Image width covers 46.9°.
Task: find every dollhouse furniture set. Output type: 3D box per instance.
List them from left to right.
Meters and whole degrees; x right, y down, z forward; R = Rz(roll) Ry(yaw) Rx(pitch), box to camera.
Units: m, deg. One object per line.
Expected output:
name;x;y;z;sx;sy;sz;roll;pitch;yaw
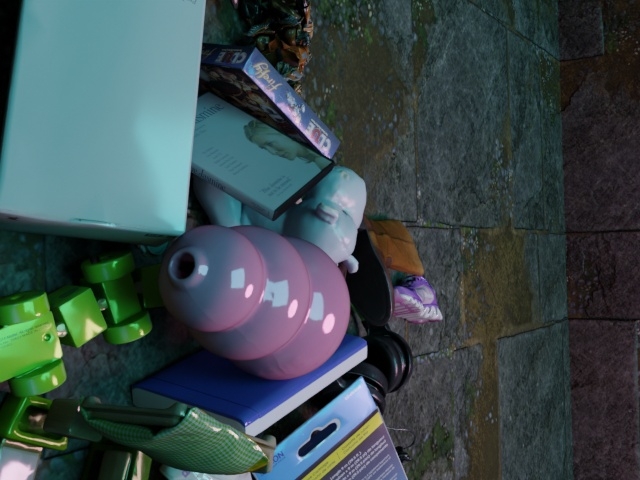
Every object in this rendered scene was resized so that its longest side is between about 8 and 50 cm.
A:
dollhouse furniture set;-0.226;0.279;0.867;0.197;0.301;0.151;39;54;-50

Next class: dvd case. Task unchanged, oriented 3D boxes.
dvd case;-0.125;-0.137;1.122;0.180;0.253;0.022;-45;161;-47

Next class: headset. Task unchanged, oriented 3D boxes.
headset;0.073;0.285;1.489;0.243;0.185;0.394;-36;102;-55

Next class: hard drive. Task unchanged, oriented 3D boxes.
hard drive;-0.098;0.201;1.139;0.318;0.210;0.040;-22;115;-54

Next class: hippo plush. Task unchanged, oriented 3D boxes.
hippo plush;-0.059;-0.048;1.189;0.234;0.236;0.294;57;45;-37

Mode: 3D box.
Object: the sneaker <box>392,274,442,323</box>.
sneaker;0.207;0.126;1.705;0.236;0.095;0.105;26;60;-57

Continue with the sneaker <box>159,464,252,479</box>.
sneaker;-0.162;0.396;1.109;0.152;0.114;0.305;-34;129;-32

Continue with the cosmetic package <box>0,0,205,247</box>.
cosmetic package;-0.267;-0.194;0.904;0.217;0.156;0.385;10;81;-24

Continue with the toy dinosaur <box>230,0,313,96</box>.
toy dinosaur;-0.079;-0.390;1.300;0.218;0.164;0.322;64;2;-52

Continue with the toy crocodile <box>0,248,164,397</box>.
toy crocodile;-0.322;0.098;0.928;0.340;0.105;0.115;-30;112;-46

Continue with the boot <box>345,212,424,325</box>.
boot;0.138;0.060;1.559;0.280;0.096;0.264;14;43;-57

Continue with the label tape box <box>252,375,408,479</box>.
label tape box;0.013;0.426;1.306;0.249;0.115;0.348;-35;117;-25

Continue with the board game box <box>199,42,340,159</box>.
board game box;-0.095;-0.224;1.205;0.243;0.165;0.042;42;73;-44

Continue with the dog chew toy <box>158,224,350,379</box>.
dog chew toy;-0.091;0.073;0.982;0.332;0.206;0.207;34;60;-62

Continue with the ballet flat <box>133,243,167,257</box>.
ballet flat;-0.257;-0.095;1.045;0.091;0.077;0.241;-1;91;-62

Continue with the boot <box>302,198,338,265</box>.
boot;0.000;0.000;1.417;0.258;0.095;0.123;-50;134;-34
